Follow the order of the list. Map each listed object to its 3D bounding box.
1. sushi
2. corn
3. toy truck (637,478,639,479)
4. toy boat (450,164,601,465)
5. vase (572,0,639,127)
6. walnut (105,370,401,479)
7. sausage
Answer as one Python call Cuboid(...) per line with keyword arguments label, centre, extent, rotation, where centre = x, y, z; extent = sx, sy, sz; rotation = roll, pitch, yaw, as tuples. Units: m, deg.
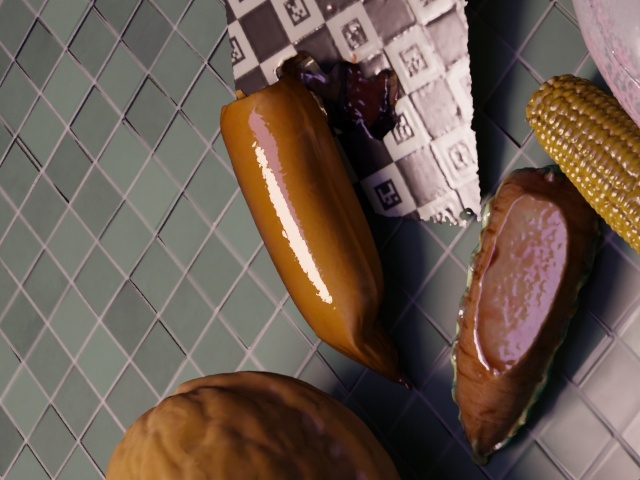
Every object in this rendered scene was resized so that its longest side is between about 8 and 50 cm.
Cuboid(label="sushi", centre=(0.042, -0.153, 1.890), extent=(0.290, 0.050, 0.264), rotation=(5, 109, 38))
Cuboid(label="corn", centre=(0.273, -0.049, 1.675), extent=(0.260, 0.091, 0.091), rotation=(46, 139, 35))
Cuboid(label="toy truck", centre=(0.333, 0.325, 1.592), extent=(0.338, 0.133, 0.184), rotation=(48, 135, 28))
Cuboid(label="toy boat", centre=(0.172, 0.075, 1.759), extent=(0.108, 0.099, 0.293), rotation=(17, 100, 13))
Cuboid(label="vase", centre=(0.378, -0.088, 1.504), extent=(0.250, 0.250, 0.445), rotation=(-44, 67, 31))
Cuboid(label="walnut", centre=(-0.054, 0.274, 1.808), extent=(0.333, 0.333, 0.333), rotation=(-1, 88, 41))
Cuboid(label="sausage", centre=(0.001, 0.001, 1.877), extent=(0.112, 0.112, 0.328), rotation=(-24, 90, 38))
